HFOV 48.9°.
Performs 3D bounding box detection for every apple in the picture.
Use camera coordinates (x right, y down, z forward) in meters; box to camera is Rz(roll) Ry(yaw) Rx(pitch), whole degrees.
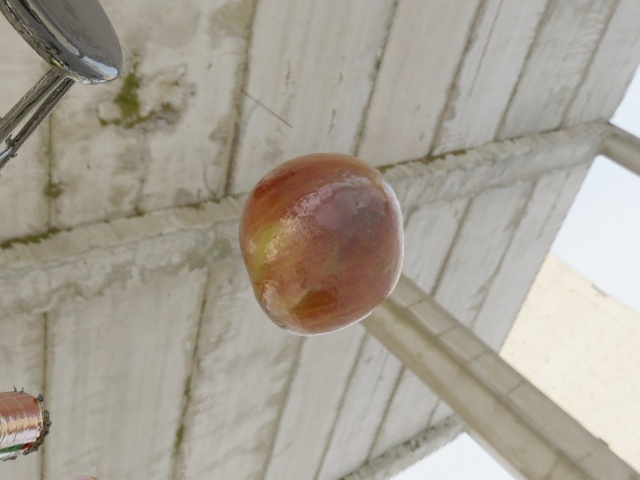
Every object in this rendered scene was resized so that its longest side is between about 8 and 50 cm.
[{"bbox_3d":[0.000,0.000,0.759,0.173,0.195,0.160,-14,-15,-11],"label":"apple"}]

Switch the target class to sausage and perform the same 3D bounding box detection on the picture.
[{"bbox_3d":[-0.336,0.181,0.656,0.083,0.083,0.264,-43,-6,-8],"label":"sausage"}]

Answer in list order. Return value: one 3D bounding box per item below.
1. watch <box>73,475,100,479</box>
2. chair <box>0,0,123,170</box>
[{"bbox_3d":[-0.334,0.507,1.074,0.217,0.248,0.211,-56,-18,-20],"label":"watch"},{"bbox_3d":[-0.563,-0.283,1.116,0.410,0.362,0.364,-29,-70,14],"label":"chair"}]
